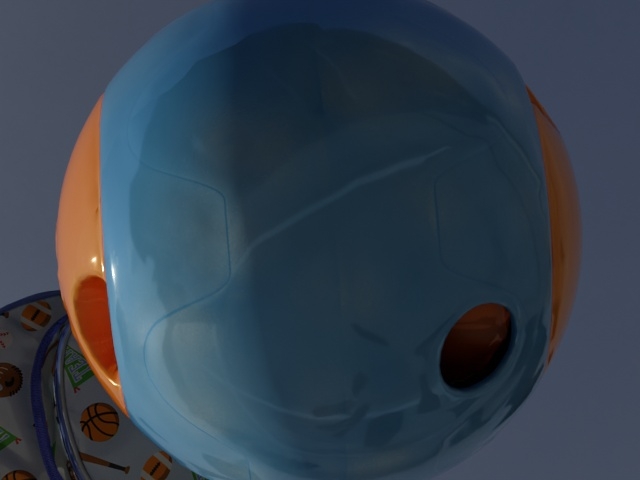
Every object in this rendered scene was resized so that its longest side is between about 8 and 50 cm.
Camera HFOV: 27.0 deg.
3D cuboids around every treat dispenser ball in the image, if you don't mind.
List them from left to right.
[{"bbox_3d":[0.000,0.000,0.741,0.288,0.288,0.288,-13,-60,-23],"label":"treat dispenser ball"}]

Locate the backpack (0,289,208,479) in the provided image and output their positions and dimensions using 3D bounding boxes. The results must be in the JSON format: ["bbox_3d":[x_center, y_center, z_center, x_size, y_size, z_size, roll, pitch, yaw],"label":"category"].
[{"bbox_3d":[-0.178,0.152,1.098,0.263,0.276,0.213,-9,-17,-29],"label":"backpack"}]
